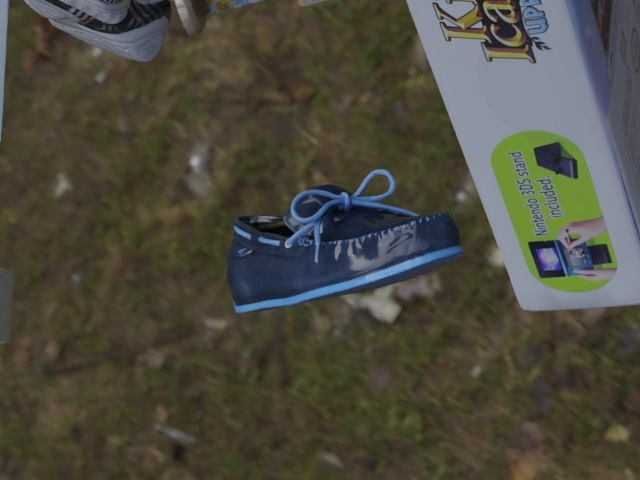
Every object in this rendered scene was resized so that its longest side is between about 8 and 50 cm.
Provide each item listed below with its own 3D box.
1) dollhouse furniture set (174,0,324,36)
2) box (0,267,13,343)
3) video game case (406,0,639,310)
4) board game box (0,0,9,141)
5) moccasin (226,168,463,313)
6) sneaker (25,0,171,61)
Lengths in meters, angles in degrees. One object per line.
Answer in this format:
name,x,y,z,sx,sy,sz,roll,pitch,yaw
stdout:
dollhouse furniture set,-0.030,-0.430,2.054,0.362,0.394,0.256,-16,26,9
box,-0.474,0.063,2.293,0.113,0.275,0.094,-3,79,19
video game case,0.089,-0.152,0.764,0.061,0.244,0.269,-5,46,19
board game box,-0.235,-0.214,0.985,0.224,0.097,0.303,23,112,59
moccasin,0.000,0.000,1.921,0.342,0.138,0.116,-13,87,49
sneaker,-0.191,-0.300,1.758,0.137,0.366,0.210,21,86,9
